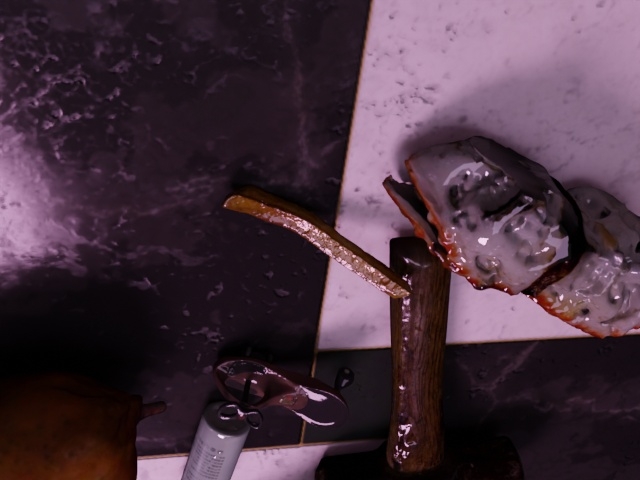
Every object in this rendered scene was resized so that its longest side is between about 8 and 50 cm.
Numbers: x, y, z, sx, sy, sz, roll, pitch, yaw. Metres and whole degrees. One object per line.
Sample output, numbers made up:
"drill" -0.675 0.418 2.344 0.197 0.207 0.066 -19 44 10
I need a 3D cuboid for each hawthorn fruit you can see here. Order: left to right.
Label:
"hawthorn fruit" -0.267 0.215 0.972 0.248 0.208 0.208 -33 130 -11

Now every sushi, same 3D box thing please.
"sushi" 0.218 -0.004 0.967 0.332 0.124 0.130 25 124 -27

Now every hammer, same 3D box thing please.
"hammer" 0.110 0.162 1.103 0.242 0.095 0.409 -8 122 -9

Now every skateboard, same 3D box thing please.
"skateboard" -0.043 0.165 1.040 0.151 0.080 0.067 16 130 -6

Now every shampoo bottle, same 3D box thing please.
"shampoo bottle" -0.130 0.269 1.123 0.056 0.056 0.195 8 124 -21

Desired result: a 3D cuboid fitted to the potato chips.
"potato chips" 0.000 0.000 0.951 0.204 0.037 0.026 30 127 -16
